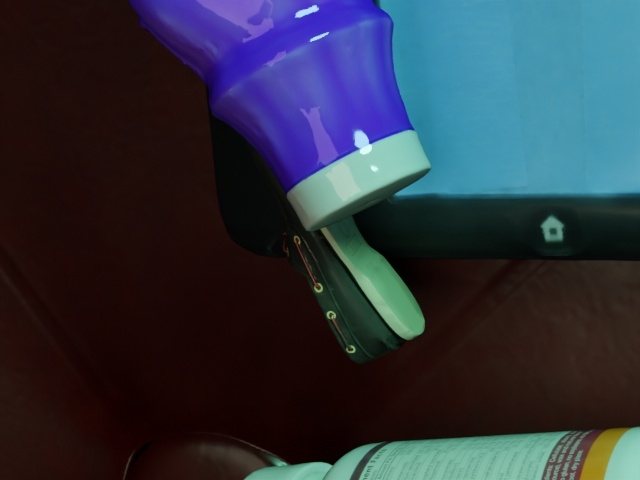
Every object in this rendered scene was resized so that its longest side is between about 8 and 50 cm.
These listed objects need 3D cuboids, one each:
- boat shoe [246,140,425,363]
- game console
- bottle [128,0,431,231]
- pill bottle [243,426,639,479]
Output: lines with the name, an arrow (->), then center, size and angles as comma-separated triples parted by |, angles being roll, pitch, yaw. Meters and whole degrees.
boat shoe -> -0.001, 0.000, 0.836 | 0.042, 0.049, 0.133 | -32, 91, 24
game console -> 0.104, -0.158, 0.789 | 0.387, 0.060, 0.342 | 1, 97, 30
bottle -> -0.040, -0.143, 0.787 | 0.118, 0.092, 0.282 | -28, 85, 7
pill bottle -> 0.068, 0.156, 0.816 | 0.221, 0.121, 0.121 | -8, 93, 30
